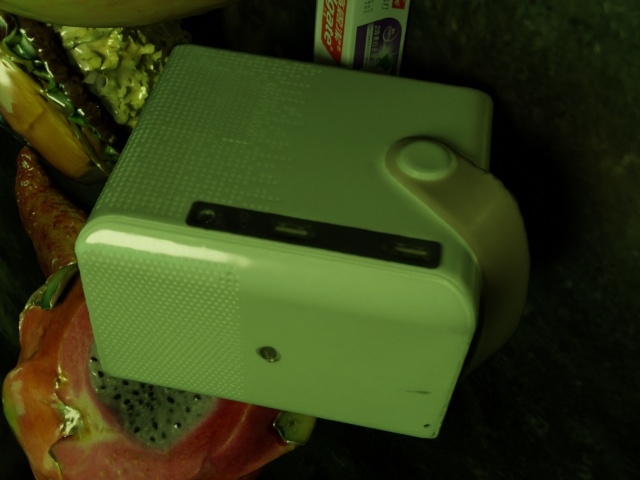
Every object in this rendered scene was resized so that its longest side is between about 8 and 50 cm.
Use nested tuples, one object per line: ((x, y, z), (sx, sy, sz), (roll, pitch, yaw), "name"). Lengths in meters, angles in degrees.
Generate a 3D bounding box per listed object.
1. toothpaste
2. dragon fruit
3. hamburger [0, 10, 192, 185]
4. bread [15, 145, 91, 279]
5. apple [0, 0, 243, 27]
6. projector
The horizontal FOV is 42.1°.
((0.023, -0.103, 0.553), (0.040, 0.047, 0.196), (49, 152, 32), "toothpaste")
((-0.147, 0.127, 0.763), (0.290, 0.291, 0.189), (52, 152, -1), "dragon fruit")
((-0.176, -0.149, 0.610), (0.243, 0.139, 0.261), (54, -176, -30), "hamburger")
((-0.326, 0.007, 1.063), (0.269, 0.095, 0.139), (42, 140, 22), "bread")
((-0.063, -0.235, 0.278), (0.277, 0.319, 0.319), (11, 131, 42), "apple")
((0.000, 0.000, 0.499), (0.243, 0.177, 0.163), (10, 140, 5), "projector")
